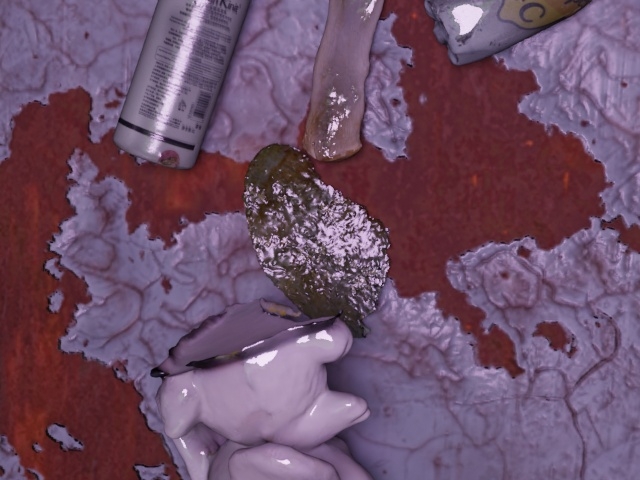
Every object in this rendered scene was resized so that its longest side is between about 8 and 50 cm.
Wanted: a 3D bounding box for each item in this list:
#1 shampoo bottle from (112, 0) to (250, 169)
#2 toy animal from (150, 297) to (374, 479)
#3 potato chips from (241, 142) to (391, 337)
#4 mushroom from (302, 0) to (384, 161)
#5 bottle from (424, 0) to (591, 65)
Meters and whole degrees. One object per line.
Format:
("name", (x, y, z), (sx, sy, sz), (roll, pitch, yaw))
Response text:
("shampoo bottle", (-0.122, -0.203, 1.020), (0.085, 0.085, 0.262), (21, 98, 6))
("toy animal", (-0.047, 0.194, 0.983), (0.174, 0.249, 0.289), (-24, 82, -22))
("potato chips", (0.000, 0.000, 1.057), (0.142, 0.026, 0.209), (-11, 95, 7))
("mushroom", (0.024, -0.175, 1.023), (0.059, 0.054, 0.202), (9, 92, 2))
("bottle", (0.228, -0.252, 0.966), (0.270, 0.083, 0.083), (-28, 92, 3))
